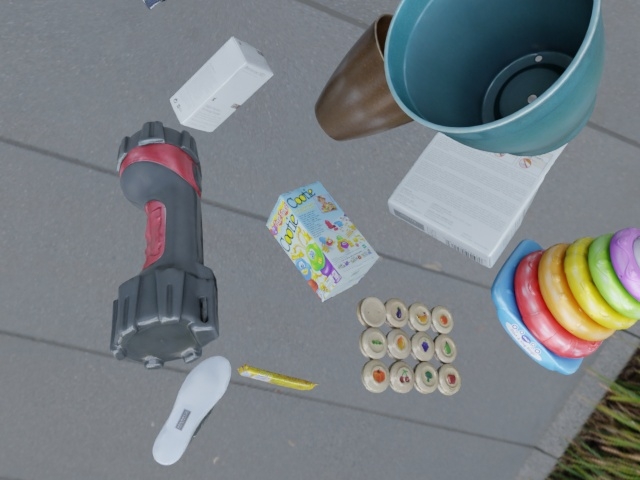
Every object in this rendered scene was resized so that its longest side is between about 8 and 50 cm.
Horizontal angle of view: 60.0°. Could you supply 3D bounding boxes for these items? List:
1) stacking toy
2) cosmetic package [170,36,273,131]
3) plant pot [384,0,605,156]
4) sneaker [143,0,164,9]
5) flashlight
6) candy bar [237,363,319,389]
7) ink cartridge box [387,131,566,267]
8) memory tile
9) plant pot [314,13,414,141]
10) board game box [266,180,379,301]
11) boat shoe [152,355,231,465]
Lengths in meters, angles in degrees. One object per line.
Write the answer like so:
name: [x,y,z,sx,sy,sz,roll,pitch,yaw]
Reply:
stacking toy: [0.390,0.046,0.716,0.175,0.166,0.302,47,142,-2]
cosmetic package: [-0.239,-0.370,1.339,0.231,0.117,0.085,-35,75,25]
plant pot: [0.270,-0.239,0.784,0.271,0.271,0.255,-51,145,15]
sneaker: [-0.317,-0.477,0.898,0.099,0.282,0.153,-48,147,-16]
flashlight: [-0.175,-0.008,0.593,0.103,0.304,0.103,20,126,-29]
candy bar: [-0.081,0.267,1.070,0.161,0.018,0.040,20,145,-20]
ink cartridge box: [0.410,-0.163,1.454,0.385,0.308,0.091,-52,153,-11]
memory tile: [0.109,0.126,0.665,0.148,0.113,0.012,10,156,-29]
plant pot: [0.104,-0.308,1.159,0.215,0.215,0.230,40,134,-23]
board game box: [0.000,0.000,1.498,0.144,0.275,0.142,-24,159,-36]
boat shoe: [-0.250,0.333,1.101,0.080,0.076,0.228,27,77,0]
